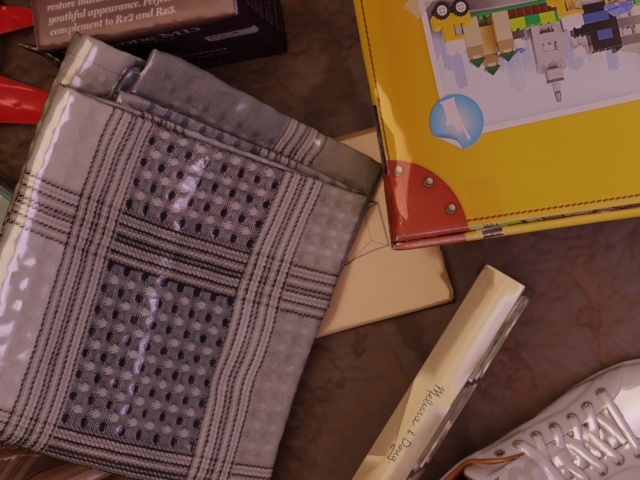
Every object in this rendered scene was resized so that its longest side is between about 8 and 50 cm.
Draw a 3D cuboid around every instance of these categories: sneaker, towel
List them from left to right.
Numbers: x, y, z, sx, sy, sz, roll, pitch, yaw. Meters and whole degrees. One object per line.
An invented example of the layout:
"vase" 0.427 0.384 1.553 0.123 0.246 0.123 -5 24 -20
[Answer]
"sneaker" -0.263 0.196 1.496 0.188 0.066 0.071 -17 84 8
"towel" -0.114 0.030 1.361 0.312 0.056 0.324 21 86 -32
"sneaker" 0.189 0.191 1.393 0.290 0.123 0.106 -35 81 5

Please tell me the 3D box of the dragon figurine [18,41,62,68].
"dragon figurine" -0.185 -0.041 1.446 0.085 0.144 0.289 -17 92 7

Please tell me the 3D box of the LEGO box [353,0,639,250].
"LEGO box" 0.279 -0.217 1.297 0.500 0.193 0.372 -8 95 18

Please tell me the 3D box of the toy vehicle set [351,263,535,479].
"toy vehicle set" 0.085 0.142 1.389 0.035 0.166 0.267 32 94 10

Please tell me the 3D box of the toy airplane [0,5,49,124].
"toy airplane" -0.292 -0.151 1.520 0.151 0.028 0.151 2 77 -11

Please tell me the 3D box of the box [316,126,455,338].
"box" 0.000 0.000 1.483 0.201 0.021 0.164 -15 85 8

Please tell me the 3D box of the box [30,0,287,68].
"box" -0.136 -0.235 1.423 0.168 0.203 0.167 -9 87 10

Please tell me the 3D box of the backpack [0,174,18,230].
"backpack" -0.314 0.029 1.475 0.166 0.144 0.188 27 89 15
